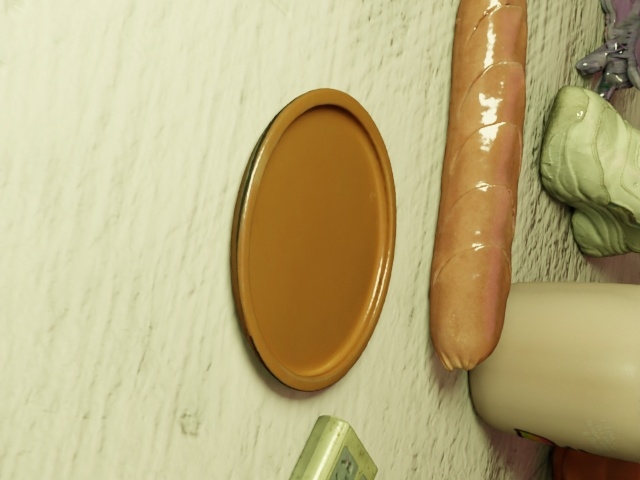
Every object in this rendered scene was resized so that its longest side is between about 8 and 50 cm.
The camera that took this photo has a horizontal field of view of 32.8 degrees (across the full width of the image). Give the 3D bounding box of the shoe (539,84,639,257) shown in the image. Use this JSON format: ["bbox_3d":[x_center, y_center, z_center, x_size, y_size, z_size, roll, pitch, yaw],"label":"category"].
[{"bbox_3d":[0.410,-0.082,1.377,0.342,0.211,0.132,48,54,-50],"label":"shoe"}]

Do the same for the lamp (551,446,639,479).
[{"bbox_3d":[0.402,0.311,1.445,0.188,0.188,0.163,-21,112,-56],"label":"lamp"}]

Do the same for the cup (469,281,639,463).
[{"bbox_3d":[0.301,0.142,1.238,0.253,0.200,0.191,12,84,-58],"label":"cup"}]

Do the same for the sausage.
[{"bbox_3d":[0.163,-0.083,1.099,0.088,0.088,0.433,9,87,-59],"label":"sausage"}]

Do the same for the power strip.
[{"bbox_3d":[-0.023,0.270,0.882,0.268,0.034,0.092,-63,142,-33],"label":"power strip"}]

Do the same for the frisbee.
[{"bbox_3d":[0.000,0.000,0.900,0.251,0.021,0.250,-9,101,-58],"label":"frisbee"}]

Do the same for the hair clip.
[{"bbox_3d":[0.420,-0.279,1.500,0.137,0.090,0.278,61,35,-24],"label":"hair clip"}]
